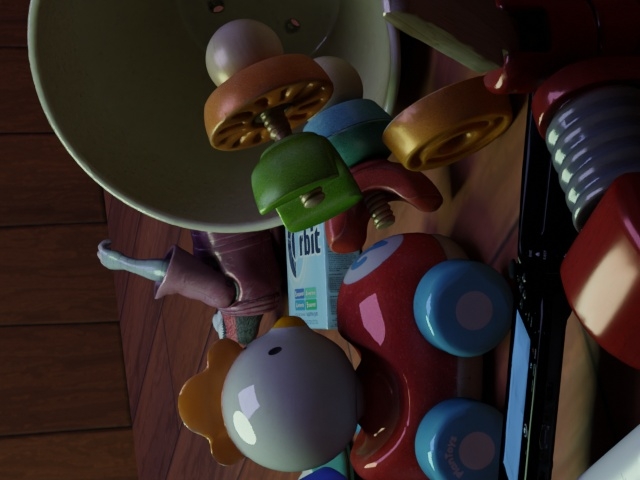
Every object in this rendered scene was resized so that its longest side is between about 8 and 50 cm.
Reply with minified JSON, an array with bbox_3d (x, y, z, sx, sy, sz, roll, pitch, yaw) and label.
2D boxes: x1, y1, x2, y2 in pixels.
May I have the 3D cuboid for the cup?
[{"bbox_3d":[-0.079,-0.205,1.406,0.237,0.331,0.331,-71,-13,-65],"label":"cup"}]

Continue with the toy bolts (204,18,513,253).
[{"bbox_3d":[0.029,-0.107,1.181,0.159,0.218,0.228,66,-174,16],"label":"toy bolts"}]

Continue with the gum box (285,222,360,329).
[{"bbox_3d":[0.000,0.000,1.568,0.157,0.041,0.185,170,98,-75],"label":"gum box"}]

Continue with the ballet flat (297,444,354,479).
[{"bbox_3d":[0.002,0.300,1.516,0.083,0.087,0.247,109,154,-53],"label":"ballet flat"}]

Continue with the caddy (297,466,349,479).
[{"bbox_3d":[-0.024,0.337,1.292,0.241,0.179,0.341,58,164,8],"label":"caddy"}]

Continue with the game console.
[{"bbox_3d":[0.136,0.033,0.932,0.213,0.043,0.361,-62,-25,-72],"label":"game console"}]

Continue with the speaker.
[{"bbox_3d":[0.188,0.145,0.887,0.136,0.055,0.055,115,149,-59],"label":"speaker"}]

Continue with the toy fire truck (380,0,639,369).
[{"bbox_3d":[0.134,-0.052,0.692,0.158,0.246,0.217,111,152,-56],"label":"toy fire truck"}]

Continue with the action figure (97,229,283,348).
[{"bbox_3d":[-0.097,-0.027,1.780,0.275,0.248,0.370,-8,99,32],"label":"action figure"}]

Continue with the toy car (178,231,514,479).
[{"bbox_3d":[0.006,0.102,1.195,0.219,0.237,0.210,-167,76,-74],"label":"toy car"}]
